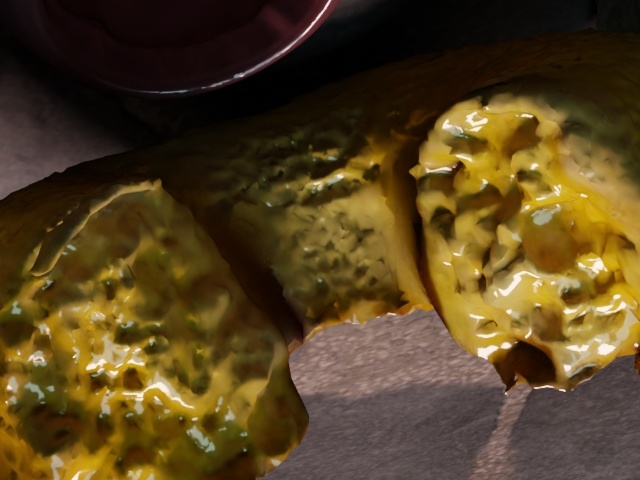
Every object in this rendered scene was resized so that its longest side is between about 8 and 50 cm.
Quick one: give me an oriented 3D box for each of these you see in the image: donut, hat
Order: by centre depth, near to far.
[{"bbox_3d":[-0.069,-0.157,0.673,0.205,0.089,0.205,-14,146,-10],"label":"hat"},{"bbox_3d":[0.000,0.000,0.760,0.435,0.163,0.377,-18,-168,-5],"label":"donut"}]

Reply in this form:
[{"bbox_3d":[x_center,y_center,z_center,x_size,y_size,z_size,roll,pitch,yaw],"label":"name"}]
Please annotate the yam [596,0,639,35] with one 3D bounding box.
[{"bbox_3d":[0.359,-0.102,0.843,0.348,0.241,0.241,-12,150,-2],"label":"yam"}]
